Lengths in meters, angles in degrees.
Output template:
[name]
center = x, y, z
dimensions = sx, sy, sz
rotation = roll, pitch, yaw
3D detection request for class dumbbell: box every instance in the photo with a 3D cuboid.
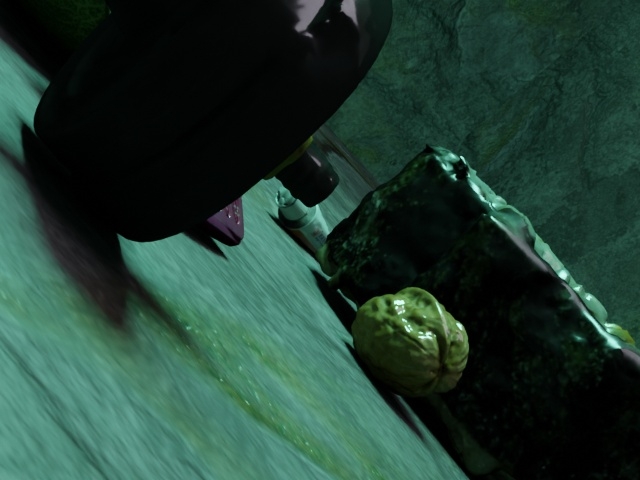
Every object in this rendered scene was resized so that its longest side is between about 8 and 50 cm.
[dumbbell]
center = -0.119, -0.157, 0.822
dimensions = 0.388, 0.185, 0.185
rotation = 47, 5, -23

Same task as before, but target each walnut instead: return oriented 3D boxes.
[walnut]
center = 0.068, 0.076, 1.349
dimensions = 0.079, 0.082, 0.096
rotation = 10, 20, -33

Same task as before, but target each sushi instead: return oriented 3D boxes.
[sushi]
center = 0.151, 0.087, 1.483
dimensions = 0.350, 0.171, 0.211
rotation = 51, 3, 12

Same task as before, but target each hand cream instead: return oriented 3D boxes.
[hand cream]
center = 0.001, -0.002, 1.656
dimensions = 0.216, 0.038, 0.052
rotation = 53, 23, -61

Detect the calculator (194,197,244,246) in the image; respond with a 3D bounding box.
[calculator]
center = -0.089, -0.072, 1.083
dimensions = 0.190, 0.034, 0.126
rotation = 46, 34, -70

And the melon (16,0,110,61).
[melon]
center = -0.149, -0.176, 1.173
dimensions = 0.169, 0.129, 0.265
rotation = 29, 0, 24
